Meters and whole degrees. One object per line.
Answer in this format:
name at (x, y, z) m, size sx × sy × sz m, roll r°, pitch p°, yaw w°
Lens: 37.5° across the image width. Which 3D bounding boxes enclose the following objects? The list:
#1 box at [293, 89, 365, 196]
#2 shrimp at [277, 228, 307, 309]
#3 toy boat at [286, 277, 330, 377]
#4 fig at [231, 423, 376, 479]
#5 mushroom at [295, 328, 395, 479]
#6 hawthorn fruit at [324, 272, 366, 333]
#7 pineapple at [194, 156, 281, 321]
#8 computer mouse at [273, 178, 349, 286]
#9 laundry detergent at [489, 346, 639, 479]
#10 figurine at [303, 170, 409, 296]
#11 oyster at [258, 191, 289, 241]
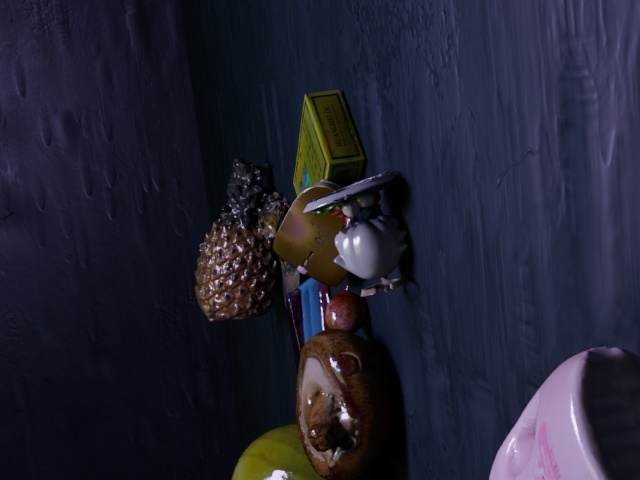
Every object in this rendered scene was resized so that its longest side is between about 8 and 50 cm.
box at (0.009, -0.106, 1.458) m, size 0.220 × 0.064 × 0.141 m, roll 103°, pitch 154°, yaw -54°
shrimp at (-0.065, 0.032, 1.915) m, size 0.262 × 0.051 × 0.198 m, roll 94°, pitch 163°, yaw -55°
toy boat at (0.004, 0.258, 1.730) m, size 0.136 × 0.079 × 0.392 m, roll -165°, pitch 64°, yaw -74°
fig at (-0.018, 0.421, 1.551) m, size 0.271 × 0.239 × 0.239 m, roll -18°, pitch 80°, yaw 62°
mushroom at (0.041, 0.244, 1.427) m, size 0.194 × 0.138 × 0.231 m, roll -111°, pitch 26°, yaw -67°
hawthorn fruit at (0.039, 0.097, 1.471) m, size 0.067 × 0.067 × 0.103 m, roll -162°, pitch 71°, yaw -76°
pineapple at (-0.184, -0.009, 2.118) m, size 0.202 × 0.202 × 0.362 m, roll -129°, pitch 40°, yaw -66°
computer mouse at (0.000, 0.000, 1.427) m, size 0.056 × 0.126 × 0.245 m, roll -57°, pitch 0°, yaw -31°
laundry detergent at (0.197, 0.213, 0.786) m, size 0.335 × 0.088 × 0.159 m, roll 103°, pitch 160°, yaw -60°
figurine at (0.060, 0.001, 1.222) m, size 0.132 × 0.132 × 0.153 m, roll 171°, pitch 78°, yaw -77°
oyster at (-0.103, -0.047, 1.957) m, size 0.148 × 0.051 × 0.103 m, roll -145°, pitch 71°, yaw -72°
